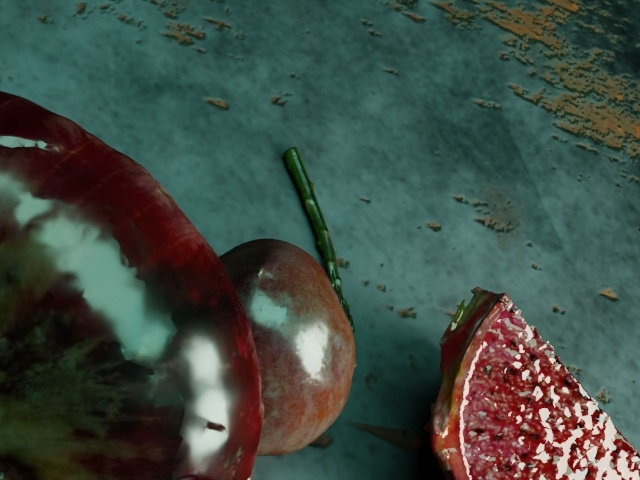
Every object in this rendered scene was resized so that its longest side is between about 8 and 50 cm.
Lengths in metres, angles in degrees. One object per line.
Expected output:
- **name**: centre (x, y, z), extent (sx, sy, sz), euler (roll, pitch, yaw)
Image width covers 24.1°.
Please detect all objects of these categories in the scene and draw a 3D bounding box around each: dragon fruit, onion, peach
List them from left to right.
- **onion**: centre (-0.194, 0.081, 0.869), extent (0.347, 0.347, 0.285), euler (40, 10, 1)
- **peach**: centre (-0.049, 0.064, 1.010), extent (0.152, 0.152, 0.152), euler (11, 58, -19)
- **dragon fruit**: centre (0.155, 0.168, 1.071), extent (0.126, 0.161, 0.274), euler (-42, 97, -3)

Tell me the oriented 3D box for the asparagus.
- **asparagus**: centre (0.000, 0.000, 1.150), extent (0.016, 0.016, 0.163), euler (12, 54, -50)
